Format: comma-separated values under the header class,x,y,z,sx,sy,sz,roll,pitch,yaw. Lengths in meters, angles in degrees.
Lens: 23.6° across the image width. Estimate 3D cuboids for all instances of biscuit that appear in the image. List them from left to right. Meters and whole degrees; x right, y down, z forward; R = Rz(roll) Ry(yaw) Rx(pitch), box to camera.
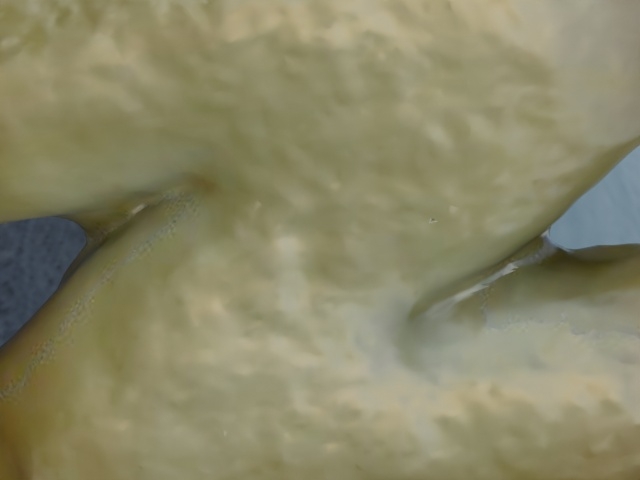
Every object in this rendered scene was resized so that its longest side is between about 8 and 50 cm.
class,x,y,z,sx,sy,sz,roll,pitch,yaw
biscuit,0.000,0.000,0.519,0.062,0.290,0.237,-62,143,-73
